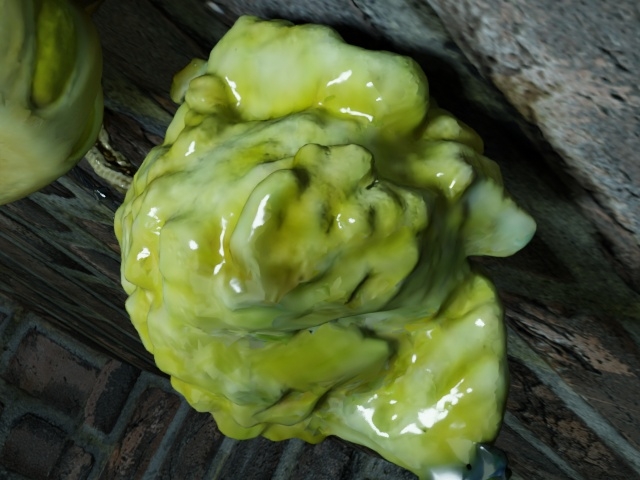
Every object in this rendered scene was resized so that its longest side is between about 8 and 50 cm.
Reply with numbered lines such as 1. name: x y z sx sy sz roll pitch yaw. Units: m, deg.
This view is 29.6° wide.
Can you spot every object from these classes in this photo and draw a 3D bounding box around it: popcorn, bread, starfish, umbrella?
1. popcorn: -0.001 -0.006 0.794 0.292 0.237 0.293 3 132 3
2. bread: -0.290 -0.117 0.753 0.333 0.160 0.333 3 165 1
3. starfish: -0.095 -0.034 1.141 0.327 0.094 0.375 24 170 1
4. umbrella: -0.284 -0.073 1.471 0.022 0.022 0.149 18 154 45

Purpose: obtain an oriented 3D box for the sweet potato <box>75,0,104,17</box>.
1. sweet potato: -0.289 -0.206 0.888 0.285 0.085 0.112 20 177 22
